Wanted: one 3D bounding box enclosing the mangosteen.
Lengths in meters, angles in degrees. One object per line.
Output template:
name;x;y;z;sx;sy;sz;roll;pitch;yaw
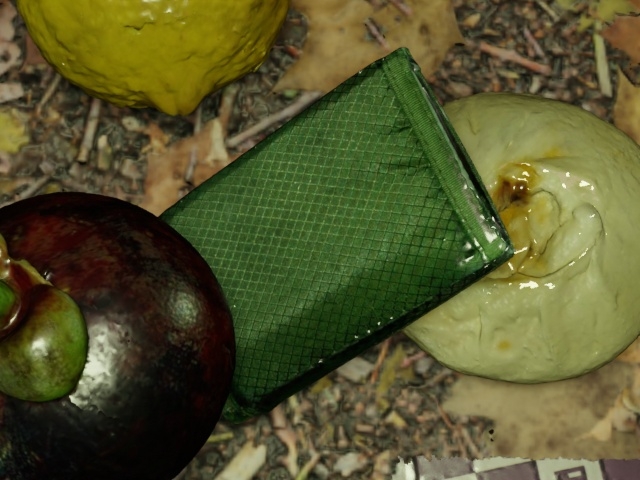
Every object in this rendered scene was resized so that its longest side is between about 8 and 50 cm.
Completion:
mangosteen;-0.170;0.064;1.064;0.216;0.216;0.216;1;76;-3

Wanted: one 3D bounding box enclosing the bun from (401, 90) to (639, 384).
bun;0.135;-0.007;1.148;0.222;0.127;0.222;1;76;-5

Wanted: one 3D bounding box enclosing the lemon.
lemon;-0.114;-0.193;1.146;0.192;0.192;0.231;-12;84;-7

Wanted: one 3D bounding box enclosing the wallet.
wallet;0.001;0.000;1.121;0.236;0.055;0.160;-33;75;23

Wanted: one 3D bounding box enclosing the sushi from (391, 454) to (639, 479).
sushi;0.183;0.231;1.134;0.279;0.043;0.193;4;76;-2
